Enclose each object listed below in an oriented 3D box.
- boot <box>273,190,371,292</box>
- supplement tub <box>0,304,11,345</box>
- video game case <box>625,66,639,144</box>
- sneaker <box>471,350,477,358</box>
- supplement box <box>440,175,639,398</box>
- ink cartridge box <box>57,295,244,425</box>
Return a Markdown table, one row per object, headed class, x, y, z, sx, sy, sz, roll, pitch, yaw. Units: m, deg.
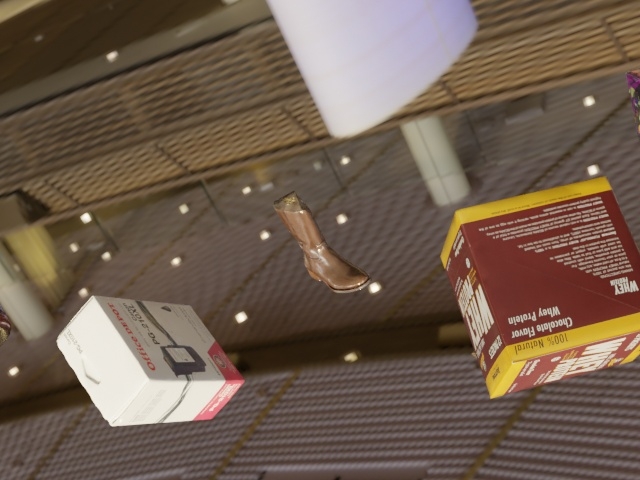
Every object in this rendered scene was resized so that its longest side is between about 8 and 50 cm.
| class | x | y | z | sx | sy | sz | roll | pitch | yaw |
| --- | --- | --- | --- | --- | --- | --- | --- | --- | --- |
| boot | 0.000 | 0.000 | 1.103 | 0.037 | 0.114 | 0.106 | -41 | -147 | -29 |
| supplement tub | -0.466 | 0.053 | 1.208 | 0.106 | 0.198 | 0.106 | -32 | 162 | -12 |
| video game case | 0.504 | -0.115 | 1.348 | 0.042 | 0.210 | 0.232 | -21 | -155 | -3 |
| sneaker | 0.268 | 0.129 | 1.301 | 0.086 | 0.064 | 0.192 | -52 | -171 | -13 |
| supplement box | 0.267 | 0.056 | 1.167 | 0.191 | 0.129 | 0.194 | -13 | -115 | -9 |
| ink cartridge box | -0.255 | 0.183 | 1.510 | 0.100 | 0.237 | 0.172 | -49 | -117 | 16 |
